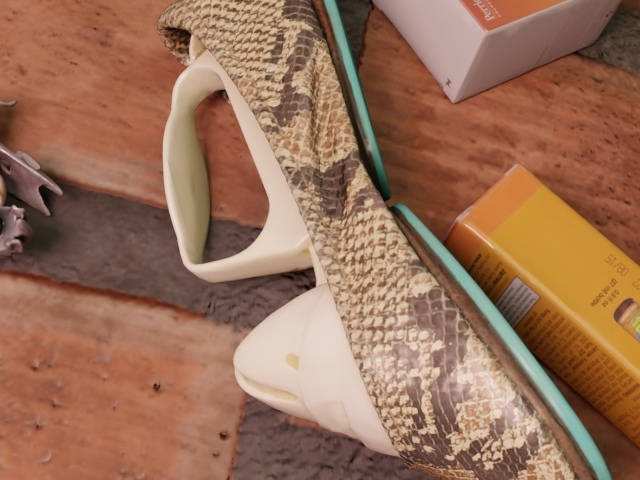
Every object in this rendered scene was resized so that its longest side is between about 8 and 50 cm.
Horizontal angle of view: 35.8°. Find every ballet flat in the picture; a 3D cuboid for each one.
[{"bbox_3d":[0.000,0.000,0.666,0.182,0.164,0.483,-25,61,0],"label":"ballet flat"}]

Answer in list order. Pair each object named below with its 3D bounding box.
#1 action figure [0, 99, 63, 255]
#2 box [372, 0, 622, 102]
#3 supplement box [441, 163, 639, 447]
[{"bbox_3d":[-0.285,-0.012,0.626,0.185,0.099,0.285,21,54,11],"label":"action figure"},{"bbox_3d":[0.154,-0.216,0.839,0.170,0.091,0.130,-26,69,-24],"label":"box"},{"bbox_3d":[0.195,0.056,0.702,0.233,0.080,0.078,42,62,15],"label":"supplement box"}]
